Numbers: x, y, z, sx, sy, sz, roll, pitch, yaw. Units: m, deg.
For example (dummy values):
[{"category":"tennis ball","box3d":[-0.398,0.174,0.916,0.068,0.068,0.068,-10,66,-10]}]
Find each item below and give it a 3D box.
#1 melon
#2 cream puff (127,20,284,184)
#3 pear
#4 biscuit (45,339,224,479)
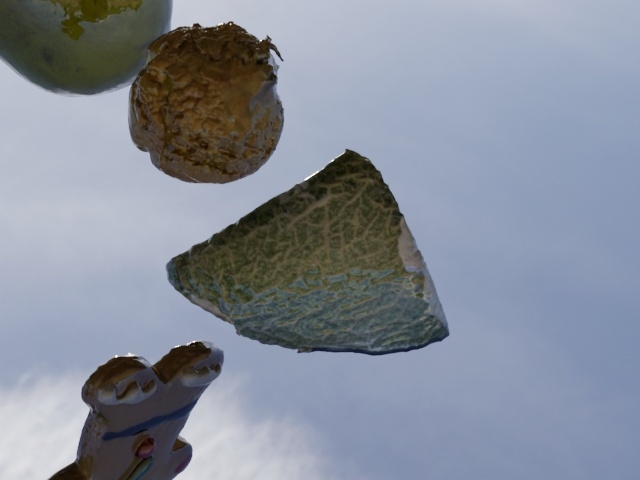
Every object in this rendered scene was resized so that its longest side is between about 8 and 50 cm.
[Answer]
[{"category":"melon","box3d":[0.001,-0.001,0.863,0.202,0.139,0.093,9,-152,-14]},{"category":"cream puff","box3d":[-0.118,-0.153,1.390,0.189,0.189,0.129,-2,180,-17]},{"category":"pear","box3d":[-0.336,-0.325,1.645,0.307,0.253,0.253,30,-152,-38]},{"category":"biscuit","box3d":[-0.193,0.226,1.251,0.197,0.301,0.049,-8,-136,-48]}]
